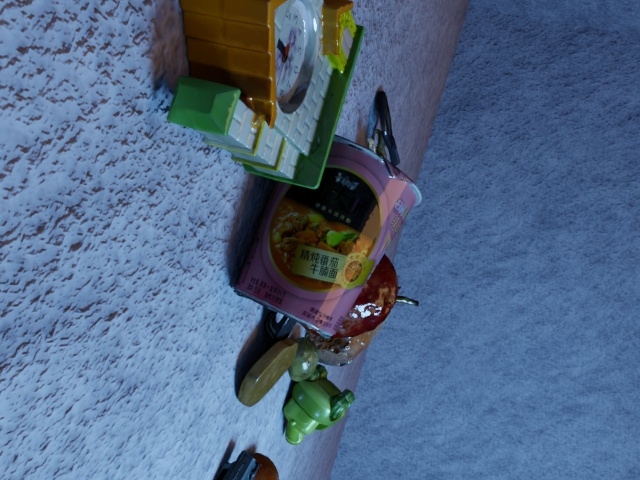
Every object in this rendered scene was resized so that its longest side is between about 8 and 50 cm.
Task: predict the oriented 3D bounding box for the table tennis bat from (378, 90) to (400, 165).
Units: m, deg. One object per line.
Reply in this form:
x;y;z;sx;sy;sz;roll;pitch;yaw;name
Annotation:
0.185;-0.298;1.439;0.236;0.027;0.150;65;24;-49;table tennis bat

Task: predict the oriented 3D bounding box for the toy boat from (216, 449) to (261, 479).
-0.167;0.452;0.948;0.141;0.060;0.055;-58;161;-30;toy boat

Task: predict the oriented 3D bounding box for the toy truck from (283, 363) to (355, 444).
-0.023;0.432;1.357;0.210;0.148;0.187;-44;160;-14;toy truck

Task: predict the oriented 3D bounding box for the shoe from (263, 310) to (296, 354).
-0.081;0.156;0.981;0.071;0.049;0.179;-39;163;-42;shoe

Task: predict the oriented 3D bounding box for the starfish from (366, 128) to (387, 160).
0.123;-0.136;1.352;0.293;0.084;0.302;-39;136;-73;starfish

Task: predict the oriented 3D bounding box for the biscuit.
-0.098;0.244;0.978;0.142;0.028;0.220;-59;167;6;biscuit

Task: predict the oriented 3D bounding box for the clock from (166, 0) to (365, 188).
-0.049;-0.191;0.566;0.255;0.106;0.220;18;88;-76;clock

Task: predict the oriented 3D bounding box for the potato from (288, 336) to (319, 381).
-0.041;0.278;1.221;0.138;0.070;0.092;85;26;-57;potato

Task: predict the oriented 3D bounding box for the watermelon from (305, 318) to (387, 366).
0.045;0.222;1.341;0.257;0.192;0.140;-62;168;12;watermelon

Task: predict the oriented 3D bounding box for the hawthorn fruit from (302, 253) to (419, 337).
0.078;0.100;1.109;0.230;0.265;0.210;97;-3;-46;hawthorn fruit

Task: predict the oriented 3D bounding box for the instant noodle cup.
0.000;0.000;0.791;0.255;0.243;0.244;-65;165;-9;instant noodle cup

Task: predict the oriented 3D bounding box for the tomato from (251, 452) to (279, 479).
-0.144;0.559;1.079;0.236;0.095;0.237;15;90;-77;tomato
